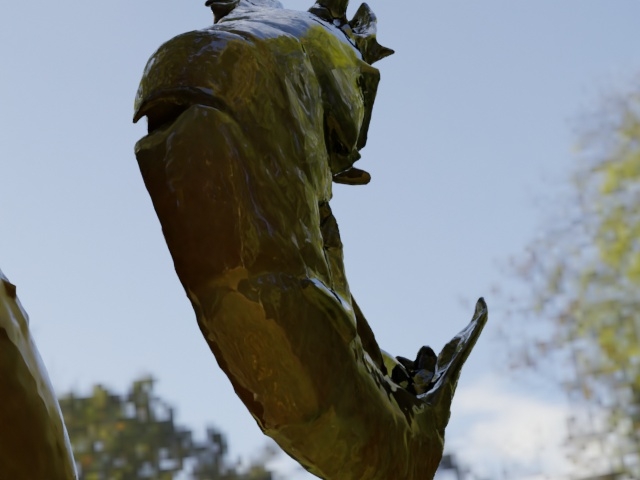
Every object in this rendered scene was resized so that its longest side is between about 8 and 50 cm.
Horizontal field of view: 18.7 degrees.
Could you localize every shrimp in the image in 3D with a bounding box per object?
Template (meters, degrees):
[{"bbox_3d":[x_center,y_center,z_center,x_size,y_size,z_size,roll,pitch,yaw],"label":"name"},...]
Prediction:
[{"bbox_3d":[0.008,-0.003,0.667,0.075,0.178,0.289,-23,11,7],"label":"shrimp"}]

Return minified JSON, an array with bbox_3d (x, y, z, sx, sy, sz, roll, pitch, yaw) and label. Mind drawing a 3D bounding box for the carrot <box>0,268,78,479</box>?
[{"bbox_3d":[-0.224,0.022,0.617,0.224,0.224,0.340,-16,-59,21],"label":"carrot"}]
